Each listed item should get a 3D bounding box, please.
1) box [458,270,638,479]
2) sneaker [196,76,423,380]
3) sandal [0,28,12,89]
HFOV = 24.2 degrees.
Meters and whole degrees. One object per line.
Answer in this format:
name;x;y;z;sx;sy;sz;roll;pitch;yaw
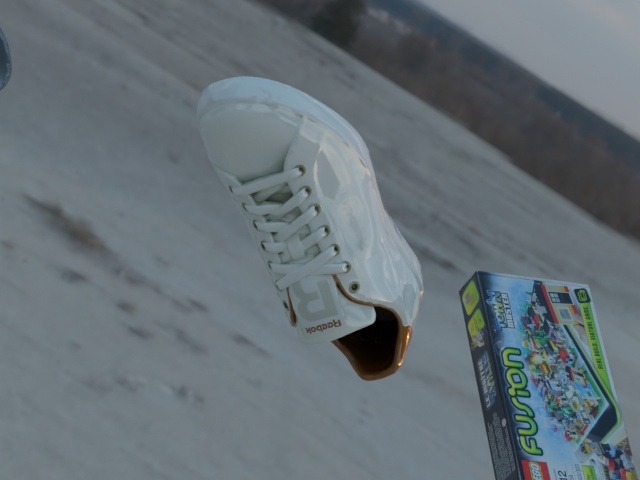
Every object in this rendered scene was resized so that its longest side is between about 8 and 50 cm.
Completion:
box;0.186;0.126;1.222;0.114;0.036;0.207;7;54;-22
sneaker;0.000;0.000;1.138;0.290;0.106;0.123;50;34;-37
sandal;-0.256;-0.148;0.972;0.097;0.054;0.254;59;8;6
